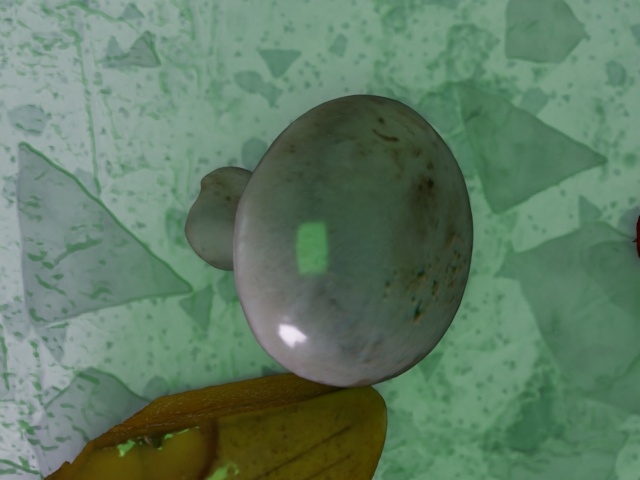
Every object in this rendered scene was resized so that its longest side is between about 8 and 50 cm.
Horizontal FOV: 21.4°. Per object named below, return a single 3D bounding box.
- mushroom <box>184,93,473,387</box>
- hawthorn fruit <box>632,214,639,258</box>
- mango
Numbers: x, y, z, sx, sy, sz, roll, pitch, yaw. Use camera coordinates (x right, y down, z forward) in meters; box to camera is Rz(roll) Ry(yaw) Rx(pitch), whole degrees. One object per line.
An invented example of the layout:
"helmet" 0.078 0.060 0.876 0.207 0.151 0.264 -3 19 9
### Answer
"mushroom" 0.000 0.000 1.393 0.244 0.243 0.243 0 93 1
"hawthorn fruit" 0.307 -0.002 1.435 0.093 0.093 0.093 0 93 1
"mango" -0.102 0.216 1.412 0.350 0.201 0.199 -25 128 -6
